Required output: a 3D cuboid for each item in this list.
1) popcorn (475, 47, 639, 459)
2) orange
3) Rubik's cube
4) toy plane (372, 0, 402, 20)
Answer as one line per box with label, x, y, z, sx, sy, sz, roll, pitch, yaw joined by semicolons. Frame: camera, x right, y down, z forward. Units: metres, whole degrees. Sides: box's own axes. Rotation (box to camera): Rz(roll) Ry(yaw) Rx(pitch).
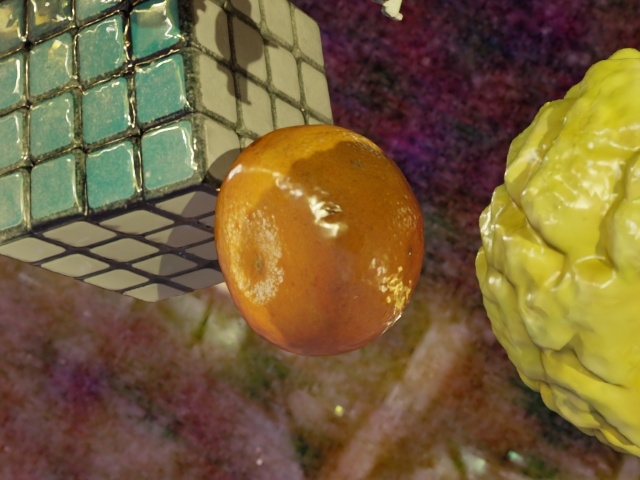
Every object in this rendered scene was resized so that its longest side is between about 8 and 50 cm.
popcorn;0.209;0.025;0.540;0.251;0.206;0.237;38;162;33
orange;0.000;0.000;1.070;0.170;0.224;0.224;-11;-157;-39
Rubik's cube;-0.201;-0.144;1.431;0.337;0.344;0.344;-17;159;26
toy plane;0.064;-0.252;0.828;0.080;0.174;0.174;10;175;-2
